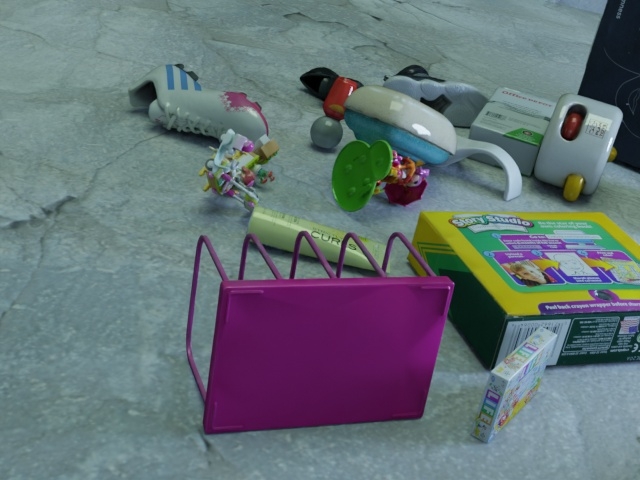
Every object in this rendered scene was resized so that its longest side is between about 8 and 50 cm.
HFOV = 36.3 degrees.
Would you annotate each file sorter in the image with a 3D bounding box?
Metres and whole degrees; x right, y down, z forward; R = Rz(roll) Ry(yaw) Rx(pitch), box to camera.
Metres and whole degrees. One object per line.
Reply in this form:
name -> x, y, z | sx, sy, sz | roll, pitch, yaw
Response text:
file sorter -> -0.015, 0.102, 1.253 | 0.291, 0.202, 0.182 | 0, 27, -20

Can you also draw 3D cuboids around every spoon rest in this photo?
spoon rest -> 0.292, -0.177, 1.998 | 0.276, 0.084, 0.137 | 30, 33, 30

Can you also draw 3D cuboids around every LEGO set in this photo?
LEGO set -> -0.121, -0.112, 1.711 | 0.107, 0.132, 0.287 | 35, 9, 8

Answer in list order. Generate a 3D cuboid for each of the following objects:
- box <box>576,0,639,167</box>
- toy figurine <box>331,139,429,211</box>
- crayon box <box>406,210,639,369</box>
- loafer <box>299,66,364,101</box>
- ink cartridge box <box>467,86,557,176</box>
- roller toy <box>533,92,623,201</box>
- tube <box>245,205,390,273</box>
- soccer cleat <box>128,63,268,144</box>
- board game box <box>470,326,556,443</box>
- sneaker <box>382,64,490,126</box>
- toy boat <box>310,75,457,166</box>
box -> 0.871, -0.380, 2.164 | 0.472, 0.480, 0.297 | 29, 32, 30
toy figurine -> 0.134, -0.118, 1.779 | 0.159, 0.173, 0.130 | 5, 66, -35
crayon box -> 0.367, 0.067, 1.554 | 0.363, 0.106, 0.313 | 0, 29, -21
loafer -> 0.033, -0.338, 2.216 | 0.078, 0.076, 0.223 | -14, 32, -30
ink cartridge box -> 0.422, -0.241, 2.130 | 0.153, 0.087, 0.208 | 20, 39, 17
roller toy -> 0.535, -0.195, 2.004 | 0.146, 0.191, 0.209 | 20, 29, 14
tube -> 0.000, 0.000, 1.596 | 0.240, 0.062, 0.070 | 16, 68, -2
soccer cleat -> -0.248, -0.248, 1.926 | 0.331, 0.116, 0.143 | 30, 49, 35
board game box -> 0.257, 0.189, 1.289 | 0.026, 0.103, 0.154 | 27, 32, 27
sneaker -> 0.273, -0.348, 2.288 | 0.269, 0.101, 0.153 | 11, 26, -4
toy boat -> 0.111, -0.216, 1.902 | 0.267, 0.148, 0.318 | 18, 6, -46
